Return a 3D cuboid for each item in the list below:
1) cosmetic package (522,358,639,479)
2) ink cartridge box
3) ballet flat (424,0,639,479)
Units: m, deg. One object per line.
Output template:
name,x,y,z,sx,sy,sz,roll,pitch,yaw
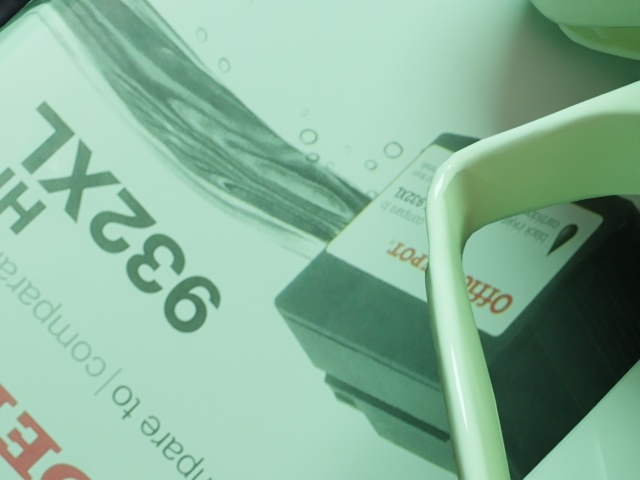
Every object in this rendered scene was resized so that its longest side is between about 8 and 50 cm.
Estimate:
cosmetic package,0.183,0.106,0.525,0.217,0.156,0.385,31,62,32
ink cartridge box,0.000,0.000,0.607,0.307,0.129,0.223,-45,102,-18
ballet flat,0.112,-0.035,0.471,0.182,0.164,0.483,-9,49,29
